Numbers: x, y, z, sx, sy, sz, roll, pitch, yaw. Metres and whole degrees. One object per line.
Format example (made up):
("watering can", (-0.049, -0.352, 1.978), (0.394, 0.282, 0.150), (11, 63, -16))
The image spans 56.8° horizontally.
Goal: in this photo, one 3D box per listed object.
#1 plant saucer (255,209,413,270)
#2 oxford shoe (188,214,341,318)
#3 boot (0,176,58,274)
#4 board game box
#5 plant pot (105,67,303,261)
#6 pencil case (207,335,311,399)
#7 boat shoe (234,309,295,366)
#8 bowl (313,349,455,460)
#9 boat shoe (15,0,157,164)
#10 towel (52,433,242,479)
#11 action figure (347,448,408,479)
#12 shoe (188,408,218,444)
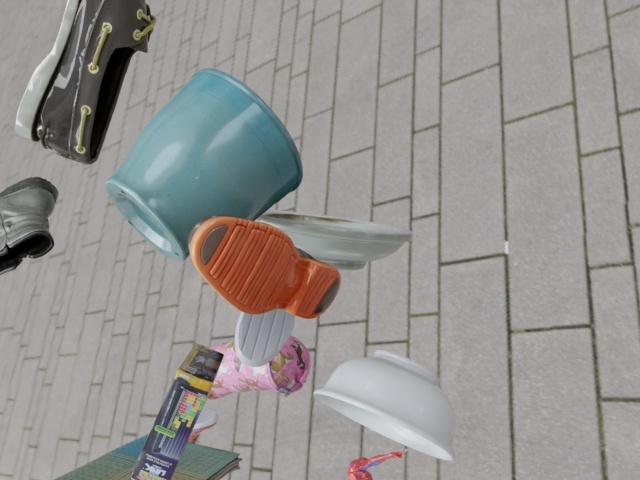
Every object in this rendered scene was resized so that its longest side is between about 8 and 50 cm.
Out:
("plant saucer", (0.000, 0.000, 1.316), (0.401, 0.401, 0.100), (12, 98, 46))
("oxford shoe", (-0.103, 0.036, 0.924), (0.133, 0.364, 0.130), (30, 87, 31))
("boot", (-0.542, -0.002, 0.958), (0.247, 0.083, 0.161), (-24, 43, 7))
("board game box", (-0.179, 0.220, 0.770), (0.170, 0.048, 0.141), (-168, 100, -86))
("plant pot", (-0.214, -0.110, 1.029), (0.272, 0.271, 0.255), (18, 57, 46))
("pencil case", (-0.207, 0.362, 1.673), (0.386, 0.160, 0.167), (-15, 77, 42))
("boat shoe", (-0.122, 0.159, 1.373), (0.119, 0.121, 0.335), (-51, 15, 45))
("bowl", (0.146, 0.307, 1.170), (0.298, 0.298, 0.134), (7, 62, 45))
("boat shoe", (-0.181, -0.175, 0.506), (0.227, 0.069, 0.081), (-59, 11, 14))
("towel", (-0.368, 0.490, 1.202), (0.272, 0.370, 0.040), (4, 94, 23))
("action figure", (0.123, 0.493, 1.238), (0.139, 0.280, 0.091), (-13, 73, 2))
("shoe", (-0.329, 0.489, 1.504), (0.178, 0.081, 0.063), (-18, 18, 12))
